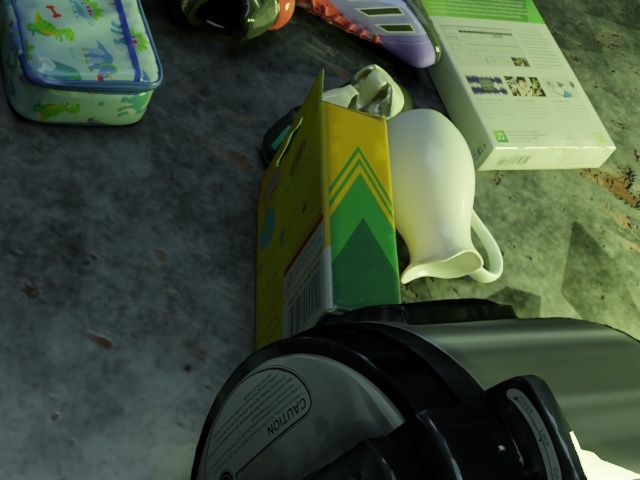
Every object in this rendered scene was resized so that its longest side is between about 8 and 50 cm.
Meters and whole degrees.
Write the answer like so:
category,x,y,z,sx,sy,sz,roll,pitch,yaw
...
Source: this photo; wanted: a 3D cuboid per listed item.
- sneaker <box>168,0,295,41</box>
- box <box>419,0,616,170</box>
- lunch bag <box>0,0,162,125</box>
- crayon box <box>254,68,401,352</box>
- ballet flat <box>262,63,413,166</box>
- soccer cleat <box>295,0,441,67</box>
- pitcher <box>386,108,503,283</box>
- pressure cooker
category,x,y,z,sx,sy,sz,roll,pitch,yaw
sneaker,-0.170,-0.356,1.352,0.276,0.098,0.135,36,45,0
box,0.272,-0.245,1.529,0.232,0.058,0.322,-3,58,-29
lunch bag,-0.286,-0.241,1.213,0.176,0.090,0.219,0,56,-31
crayon box,0.000,0.000,1.095,0.081,0.202,0.319,13,51,-19
ballet flat,0.044,-0.164,1.317,0.095,0.096,0.280,46,48,11
soccer cleat,0.032,-0.341,1.460,0.318,0.108,0.116,44,70,6
pitcher,0.151,-0.048,1.282,0.177,0.125,0.207,13,58,-46
pressure cooker,0.091,0.239,0.808,0.420,0.370,0.375,1,11,-38
